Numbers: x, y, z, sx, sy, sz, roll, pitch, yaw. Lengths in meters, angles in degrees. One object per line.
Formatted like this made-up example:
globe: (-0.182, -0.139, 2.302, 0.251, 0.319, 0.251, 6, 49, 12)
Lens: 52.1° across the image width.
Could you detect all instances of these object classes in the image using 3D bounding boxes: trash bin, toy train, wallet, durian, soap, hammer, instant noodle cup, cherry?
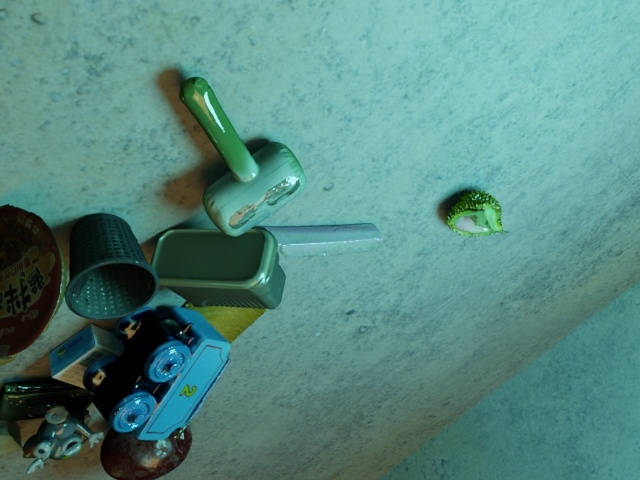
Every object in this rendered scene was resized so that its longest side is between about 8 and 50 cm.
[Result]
trash bin: (-0.415, 0.043, 1.273, 0.175, 0.161, 0.175, -16, 140, -14)
toy train: (-0.371, 0.299, 1.520, 0.300, 0.188, 0.265, -56, 146, 4)
wallet: (-0.688, 0.405, 1.652, 0.236, 0.055, 0.160, 6, 140, -36)
durian: (0.398, -0.071, 1.674, 0.137, 0.095, 0.220, -1, 157, 30)
soap: (-0.878, 0.519, 1.666, 0.198, 0.063, 0.114, -18, 141, -10)
hammer: (-0.168, -0.166, 1.207, 0.206, 0.119, 0.335, -37, 135, -7)
instant noodle cup: (-0.543, 0.077, 1.176, 0.274, 0.274, 0.091, -35, 162, 13)
cherry: (-0.492, 0.572, 1.833, 0.300, 0.203, 0.230, -29, -176, 16)

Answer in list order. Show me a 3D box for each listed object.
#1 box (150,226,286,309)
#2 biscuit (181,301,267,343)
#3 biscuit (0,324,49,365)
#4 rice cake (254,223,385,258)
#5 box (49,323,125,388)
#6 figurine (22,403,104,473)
box: (-0.200, 0.065, 1.388, 0.274, 0.138, 0.178, 2, 154, 20)
biscuit: (-0.267, 0.199, 1.677, 0.232, 0.013, 0.237, -43, 141, 22)
biscuit: (-0.691, 0.152, 1.340, 0.275, 0.052, 0.355, 8, 133, -37)
rice cake: (0.000, 0.000, 1.540, 0.365, 0.073, 0.056, -2, 135, -28)
box: (-0.531, 0.294, 1.586, 0.139, 0.073, 0.194, -35, 143, 10)
figurine: (-0.653, 0.474, 1.601, 0.193, 0.140, 0.265, -38, 150, -25)
